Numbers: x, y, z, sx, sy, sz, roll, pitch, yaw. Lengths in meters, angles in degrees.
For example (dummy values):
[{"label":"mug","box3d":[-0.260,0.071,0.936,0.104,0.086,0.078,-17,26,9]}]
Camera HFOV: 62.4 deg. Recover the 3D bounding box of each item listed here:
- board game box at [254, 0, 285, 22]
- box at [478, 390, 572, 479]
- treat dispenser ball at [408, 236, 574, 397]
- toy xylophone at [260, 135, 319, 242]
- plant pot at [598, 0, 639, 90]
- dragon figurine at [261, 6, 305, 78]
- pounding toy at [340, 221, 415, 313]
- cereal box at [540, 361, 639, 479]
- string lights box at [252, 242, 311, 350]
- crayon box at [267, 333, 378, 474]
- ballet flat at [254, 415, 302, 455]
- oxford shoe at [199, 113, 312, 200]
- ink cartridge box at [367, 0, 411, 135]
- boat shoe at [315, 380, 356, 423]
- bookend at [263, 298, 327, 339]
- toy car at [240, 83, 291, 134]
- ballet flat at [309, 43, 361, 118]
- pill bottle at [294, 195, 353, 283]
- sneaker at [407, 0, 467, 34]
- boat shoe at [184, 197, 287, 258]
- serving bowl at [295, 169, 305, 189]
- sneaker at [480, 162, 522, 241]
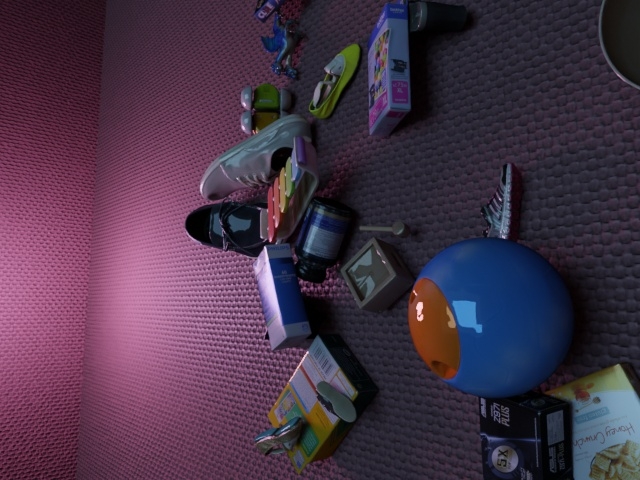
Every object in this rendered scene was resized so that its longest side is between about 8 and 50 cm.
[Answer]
[{"label":"board game box","box3d":[-0.131,-0.841,1.707,0.165,0.042,0.244,-25,47,43]},{"label":"box","box3d":[0.372,0.371,0.966,0.147,0.077,0.180,2,96,64]},{"label":"treat dispenser ball","box3d":[0.305,0.137,0.964,0.288,0.288,0.289,-8,79,47]},{"label":"toy xylophone","box3d":[-0.086,-0.152,1.475,0.236,0.081,0.323,-101,29,-47]},{"label":"plant pot","box3d":[0.593,-0.325,0.775,0.284,0.190,0.285,-9,78,47]},{"label":"dragon figurine","box3d":[-0.134,-0.648,1.709,0.144,0.085,0.289,-48,54,33]},{"label":"pounding toy","box3d":[0.157,0.043,1.294,0.206,0.094,0.181,-46,48,23]},{"label":"cereal box","box3d":[0.498,0.350,0.895,0.173,0.047,0.240,-42,56,38]},{"label":"string lights box","box3d":[-0.110,0.154,1.442,0.133,0.076,0.260,-49,51,56]},{"label":"crayon box","box3d":[-0.004,0.437,1.419,0.203,0.083,0.323,51,120,39]},{"label":"ballet flat","box3d":[-0.100,0.529,1.416,0.206,0.073,0.067,-38,85,42]},{"label":"oxford shoe","box3d":[-0.207,-0.226,1.648,0.449,0.169,0.130,-28,71,26]},{"label":"ink cartridge box","box3d":[0.165,-0.436,1.304,0.186,0.065,0.312,138,134,-78]},{"label":"boat shoe","box3d":[0.039,0.399,1.286,0.133,0.048,0.042,35,139,37]},{"label":"bookend","box3d":[-0.076,0.255,1.533,0.156,0.072,0.157,33,110,45]},{"label":"toy car","box3d":[-0.175,-0.407,1.701,0.136,0.159,0.182,125,145,-80]},{"label":"ballet flat","box3d":[0.035,-0.454,1.500,0.077,0.077,0.231,50,121,40]},{"label":"pill bottle","box3d":[0.000,0.000,1.444,0.122,0.122,0.220,33,110,45]},{"label":"sneaker","box3d":[0.262,-0.530,1.270,0.222,0.117,0.083,-106,20,-64]},{"label":"boat shoe","box3d":[-0.285,-0.042,1.747,0.499,0.155,0.187,4,86,47]},{"label":"serving bowl","box3d":[-0.040,-0.175,1.584,0.083,0.027,0.084,-8,79,48]},{"label":"sneaker","box3d":[0.367,-0.075,1.088,0.074,0.063,0.171,6,94,42]}]
